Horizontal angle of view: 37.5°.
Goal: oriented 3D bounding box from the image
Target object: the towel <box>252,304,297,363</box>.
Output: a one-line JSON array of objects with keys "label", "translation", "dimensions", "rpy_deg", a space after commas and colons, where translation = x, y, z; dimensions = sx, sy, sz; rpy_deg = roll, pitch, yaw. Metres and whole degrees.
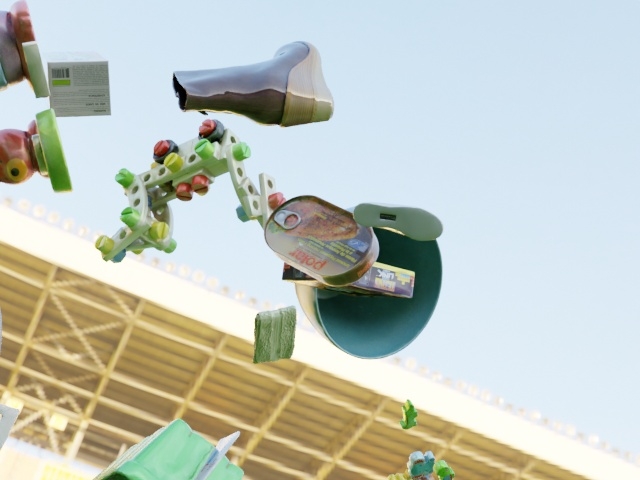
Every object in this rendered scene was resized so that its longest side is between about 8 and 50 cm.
[{"label": "towel", "translation": [-0.104, 0.220, 2.184], "dimensions": [0.110, 0.027, 0.148], "rpy_deg": [-10, -57, -26]}]

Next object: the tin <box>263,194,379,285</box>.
[{"label": "tin", "translation": [0.000, 0.000, 1.342], "dimensions": [0.189, 0.106, 0.040], "rpy_deg": [28, -23, 39]}]

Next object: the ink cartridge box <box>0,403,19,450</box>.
[{"label": "ink cartridge box", "translation": [-0.519, 0.303, 1.339], "dimensions": [0.061, 0.181, 0.104], "rpy_deg": [22, -11, 27]}]

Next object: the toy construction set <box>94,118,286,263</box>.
[{"label": "toy construction set", "translation": [-0.217, -0.078, 1.591], "dimensions": [0.327, 0.215, 0.151], "rpy_deg": [-9, -38, 16]}]

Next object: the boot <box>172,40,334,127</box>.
[{"label": "boot", "translation": [-0.102, -0.230, 1.315], "dimensions": [0.206, 0.248, 0.090], "rpy_deg": [3, -63, -15]}]

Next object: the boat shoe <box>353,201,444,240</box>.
[{"label": "boat shoe", "translation": [0.086, -0.023, 1.027], "dimensions": [0.100, 0.035, 0.035], "rpy_deg": [9, 10, 10]}]

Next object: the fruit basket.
[{"label": "fruit basket", "translation": [-0.242, 0.394, 1.093], "dimensions": [0.165, 0.353, 0.327], "rpy_deg": [37, -37, -12]}]

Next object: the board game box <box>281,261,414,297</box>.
[{"label": "board game box", "translation": [0.046, 0.059, 1.546], "dimensions": [0.170, 0.048, 0.141], "rpy_deg": [15, -10, -39]}]

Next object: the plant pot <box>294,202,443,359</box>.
[{"label": "plant pot", "translation": [0.061, 0.062, 1.806], "dimensions": [0.290, 0.290, 0.195], "rpy_deg": [41, -13, -32]}]

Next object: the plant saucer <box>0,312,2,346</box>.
[{"label": "plant saucer", "translation": [-0.504, 0.070, 1.128], "dimensions": [0.050, 0.311, 0.310], "rpy_deg": [-20, -45, 17]}]

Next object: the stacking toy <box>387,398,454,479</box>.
[{"label": "stacking toy", "translation": [0.166, 0.407, 1.602], "dimensions": [0.052, 0.167, 0.221], "rpy_deg": [-10, -56, -16]}]

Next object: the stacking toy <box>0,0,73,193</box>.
[{"label": "stacking toy", "translation": [-0.485, -0.205, 1.472], "dimensions": [0.130, 0.279, 0.309], "rpy_deg": [-14, -65, -13]}]

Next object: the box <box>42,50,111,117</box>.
[{"label": "box", "translation": [-0.467, -0.301, 1.797], "dimensions": [0.114, 0.203, 0.103], "rpy_deg": [-5, -73, -19]}]
